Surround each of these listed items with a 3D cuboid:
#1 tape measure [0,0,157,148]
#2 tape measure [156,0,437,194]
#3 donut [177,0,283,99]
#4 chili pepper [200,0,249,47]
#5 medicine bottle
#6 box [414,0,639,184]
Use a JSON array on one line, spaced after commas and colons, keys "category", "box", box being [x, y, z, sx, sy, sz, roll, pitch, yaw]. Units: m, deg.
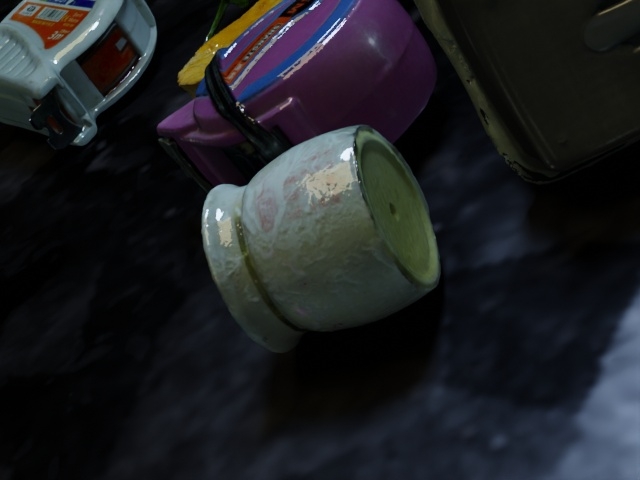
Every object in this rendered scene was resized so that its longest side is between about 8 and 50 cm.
[{"category": "tape measure", "box": [-0.322, -0.228, 1.732, 0.243, 0.125, 0.246, 19, 60, 47]}, {"category": "tape measure", "box": [-0.013, -0.135, 1.275, 0.231, 0.149, 0.245, -44, 23, -14]}, {"category": "donut", "box": [-0.060, -0.201, 1.476, 0.190, 0.074, 0.174, -40, 26, -7]}, {"category": "chili pepper", "box": [-0.065, -0.359, 1.659, 0.279, 0.065, 0.122, -47, 43, 33]}, {"category": "medicine bottle", "box": [0.000, 0.000, 1.042, 0.143, 0.147, 0.147, -24, 30, 22]}, {"category": "box", "box": [0.233, -0.191, 1.037, 0.291, 0.220, 0.166, -29, 17, 9]}]
